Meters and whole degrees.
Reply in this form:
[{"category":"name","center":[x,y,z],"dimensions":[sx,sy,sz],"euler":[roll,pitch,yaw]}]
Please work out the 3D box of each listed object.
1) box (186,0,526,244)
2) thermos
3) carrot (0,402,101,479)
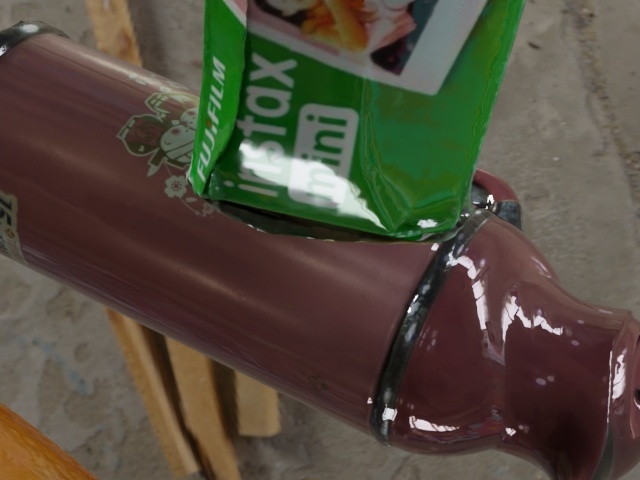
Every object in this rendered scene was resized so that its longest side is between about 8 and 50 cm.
[{"category":"box","center":[0.024,-0.139,0.375],"dimensions":[0.103,0.180,0.250],"euler":[11,127,0]},{"category":"thermos","center":[-0.004,0.008,0.526],"dimensions":[0.330,0.136,0.110],"euler":[24,108,18]},{"category":"carrot","center":[-0.183,0.056,0.352],"dimensions":[0.159,0.159,0.225],"euler":[-41,89,28]}]
